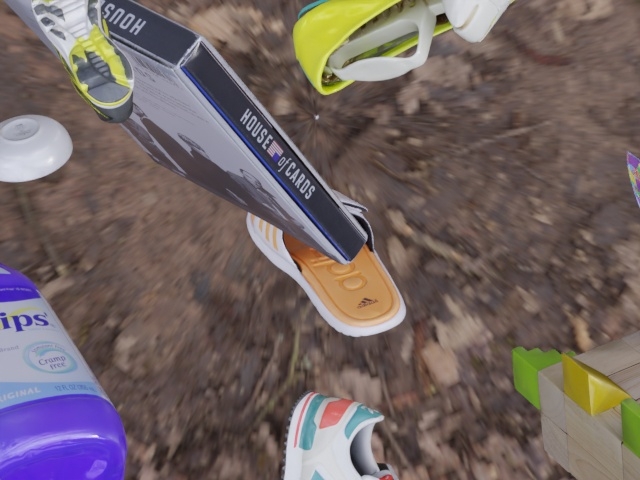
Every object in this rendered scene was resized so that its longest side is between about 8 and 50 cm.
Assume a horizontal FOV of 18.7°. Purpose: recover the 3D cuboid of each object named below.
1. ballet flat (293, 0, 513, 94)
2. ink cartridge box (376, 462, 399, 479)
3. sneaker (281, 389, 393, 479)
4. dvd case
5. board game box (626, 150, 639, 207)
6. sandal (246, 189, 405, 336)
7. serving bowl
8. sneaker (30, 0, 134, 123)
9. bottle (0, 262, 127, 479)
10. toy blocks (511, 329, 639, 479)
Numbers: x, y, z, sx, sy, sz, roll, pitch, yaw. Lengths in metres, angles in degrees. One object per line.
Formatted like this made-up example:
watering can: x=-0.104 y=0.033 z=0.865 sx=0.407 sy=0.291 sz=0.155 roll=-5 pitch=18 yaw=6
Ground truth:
ballet flat: x=0.084 y=-0.171 z=1.443 sx=0.231 sy=0.077 sz=0.077 roll=-23 pitch=54 yaw=22
ink cartridge box: x=0.013 y=0.375 z=1.556 sx=0.069 sy=0.176 sz=0.371 roll=2 pitch=121 yaw=-22
sneaker: x=0.012 y=0.195 z=1.450 sx=0.075 sy=0.057 sz=0.161 roll=6 pitch=95 yaw=22
dvd case: x=-0.086 y=-0.080 z=1.150 sx=0.179 sy=0.238 sz=0.029 roll=29 pitch=78 yaw=34
board game box: x=0.338 y=-0.021 z=1.818 sx=0.033 sy=0.169 sz=0.133 roll=-26 pitch=67 yaw=20
sandal: x=0.010 y=-0.003 z=1.880 sx=0.102 sy=0.265 sz=0.076 roll=-18 pitch=124 yaw=-18
serving bowl: x=-0.260 y=-0.086 z=1.702 sx=0.083 sy=0.083 sz=0.027 roll=-8 pitch=127 yaw=0
sneaker: x=-0.106 y=-0.085 z=0.864 sx=0.031 sy=0.035 sz=0.083 roll=-19 pitch=62 yaw=-10
bottle: x=-0.225 y=0.071 z=1.251 sx=0.118 sy=0.283 sz=0.092 roll=-11 pitch=130 yaw=-26
toy blocks: x=0.392 y=0.181 z=1.819 sx=0.261 sy=0.381 sz=0.190 roll=-20 pitch=122 yaw=-19
